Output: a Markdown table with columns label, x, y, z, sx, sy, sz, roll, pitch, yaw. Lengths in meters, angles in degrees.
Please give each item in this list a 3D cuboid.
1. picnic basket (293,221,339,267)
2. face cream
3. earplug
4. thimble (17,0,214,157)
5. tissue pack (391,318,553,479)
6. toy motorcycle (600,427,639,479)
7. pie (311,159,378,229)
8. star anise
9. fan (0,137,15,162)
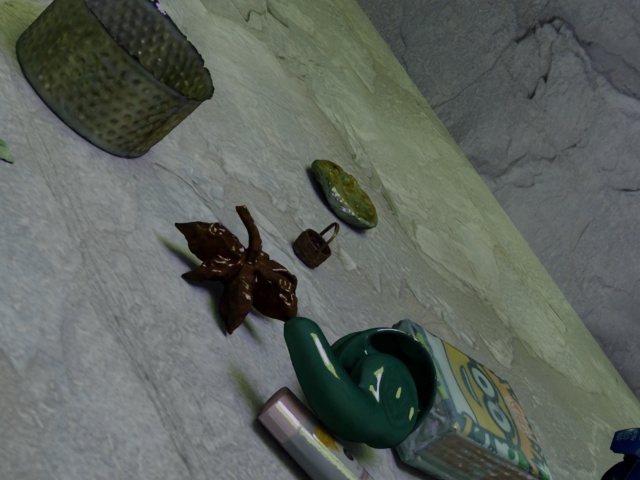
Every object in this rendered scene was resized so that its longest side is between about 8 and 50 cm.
| label | x | y | z | sx | sy | sz | roll | pitch | yaw |
| --- | --- | --- | --- | --- | --- | --- | --- | --- | --- |
| picnic basket | 0.000 | 0.000 | 1.932 | 0.072 | 0.083 | 0.072 | 43 | 20 | -20 |
| face cream | 0.003 | 0.277 | 1.438 | 0.198 | 0.057 | 0.084 | 49 | 13 | -4 |
| earplug | 0.044 | 0.196 | 1.547 | 0.257 | 0.164 | 0.280 | 10 | -1 | -14 |
| thimble | -0.302 | -0.265 | 1.658 | 0.271 | 0.150 | 0.271 | 43 | 19 | -19 |
| tissue pack | 0.225 | 0.288 | 1.812 | 0.311 | 0.128 | 0.228 | 32 | 27 | -41 |
| toy motorcycle | 0.533 | 0.443 | 1.908 | 0.196 | 0.331 | 0.125 | 40 | 33 | 6 |
| pie | 0.048 | -0.094 | 2.294 | 0.187 | 0.041 | 0.187 | 42 | 20 | -20 |
| star anise | -0.106 | 0.048 | 1.585 | 0.212 | 0.111 | 0.196 | 37 | 28 | -52 |
| fan | -0.461 | -0.162 | 1.320 | 0.240 | 0.009 | 0.131 | 32 | 23 | -41 |
